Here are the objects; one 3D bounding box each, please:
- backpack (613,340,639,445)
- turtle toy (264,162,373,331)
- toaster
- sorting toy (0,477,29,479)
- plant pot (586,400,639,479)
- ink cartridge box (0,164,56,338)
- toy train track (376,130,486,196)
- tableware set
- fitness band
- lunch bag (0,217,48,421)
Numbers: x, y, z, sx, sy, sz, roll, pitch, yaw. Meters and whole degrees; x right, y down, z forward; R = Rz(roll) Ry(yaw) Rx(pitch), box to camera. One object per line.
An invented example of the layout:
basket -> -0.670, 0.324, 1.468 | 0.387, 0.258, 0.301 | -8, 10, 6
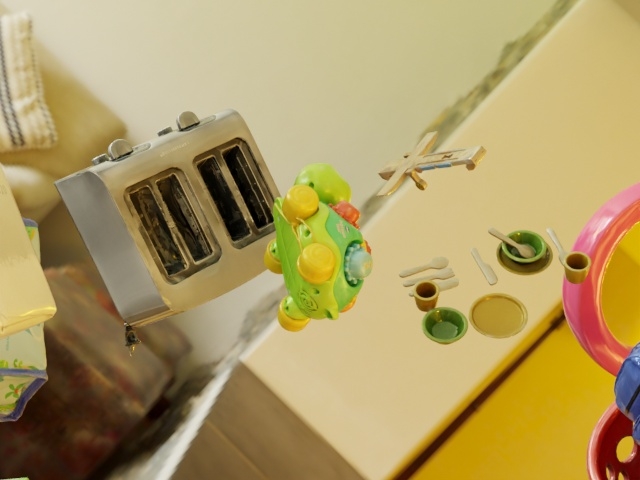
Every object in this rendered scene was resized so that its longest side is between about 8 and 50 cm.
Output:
backpack -> 0.299, 0.129, 0.851 | 0.120, 0.101, 0.098 | 40, -35, 24
turtle toy -> 0.000, 0.000, 0.760 | 0.095, 0.066, 0.130 | 114, -32, -55
toaster -> -0.131, -0.016, 0.979 | 0.110, 0.168, 0.186 | -18, -81, 56
sorting toy -> -0.405, 0.299, 1.008 | 0.047, 0.347, 0.196 | -58, 141, -72
plant pot -> 0.406, 0.266, 1.130 | 0.174, 0.191, 0.191 | 53, -2, -33
ink cartridge box -> -0.294, -0.033, 0.426 | 0.066, 0.296, 0.261 | -32, 100, -83
toy train track -> 0.058, -0.037, 0.535 | 0.014, 0.048, 0.083 | 47, -22, -19
tableware set -> 0.147, 0.034, 0.865 | 0.024, 0.154, 0.104 | 84, -12, -46
fitness band -> 0.365, 0.048, 0.975 | 0.290, 0.209, 0.054 | 15, 20, -16
lunch bag -> -0.268, 0.047, 0.704 | 0.151, 0.096, 0.129 | 8, 54, -29
